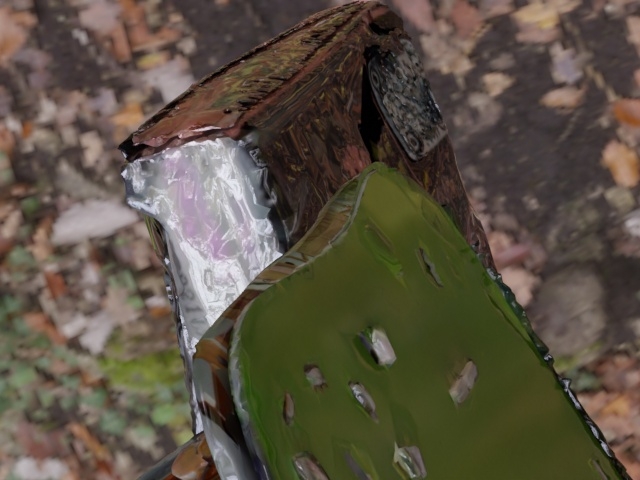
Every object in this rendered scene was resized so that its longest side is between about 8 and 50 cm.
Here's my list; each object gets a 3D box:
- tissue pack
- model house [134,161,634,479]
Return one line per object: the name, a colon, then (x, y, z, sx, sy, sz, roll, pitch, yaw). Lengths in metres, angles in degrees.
tissue pack: (0.000, 0.000, 1.036, 0.123, 0.332, 0.245, -15, 105, 22)
model house: (0.023, 0.150, 0.530, 0.154, 0.207, 0.294, -30, 98, 26)
